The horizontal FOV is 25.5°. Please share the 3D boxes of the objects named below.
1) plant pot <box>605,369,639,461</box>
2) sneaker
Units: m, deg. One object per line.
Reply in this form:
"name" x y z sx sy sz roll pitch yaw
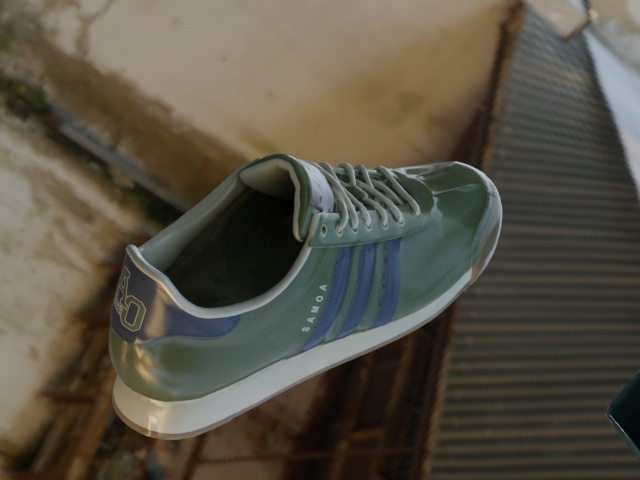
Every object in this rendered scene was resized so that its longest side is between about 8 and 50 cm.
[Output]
"plant pot" 0.318 0.133 0.794 0.165 0.234 0.165 -49 -168 8
"sneaker" 0.000 0.000 0.557 0.192 0.086 0.064 -29 -130 -26
